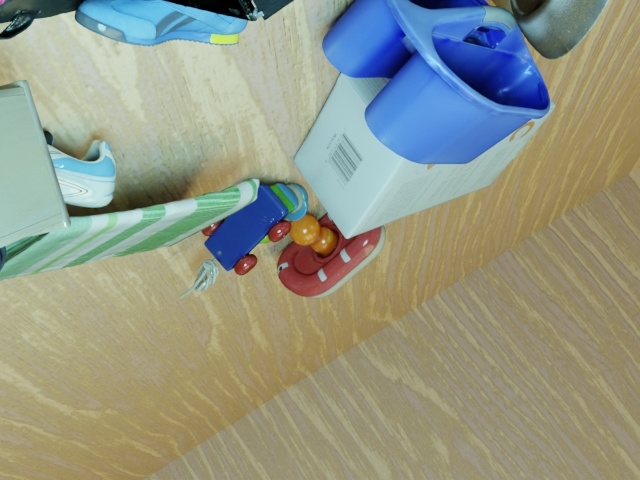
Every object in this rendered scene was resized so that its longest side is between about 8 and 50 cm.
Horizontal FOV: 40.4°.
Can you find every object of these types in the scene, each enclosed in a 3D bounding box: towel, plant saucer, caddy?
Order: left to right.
[{"bbox_3d":[-0.263,-0.014,1.146,0.325,0.038,0.248,-13,174,-45],"label":"towel"},{"bbox_3d":[0.168,-0.237,1.121,0.179,0.241,0.341,-38,163,32],"label":"caddy"},{"bbox_3d":[0.284,-0.368,1.002,0.050,0.310,0.310,10,149,-9],"label":"plant saucer"}]

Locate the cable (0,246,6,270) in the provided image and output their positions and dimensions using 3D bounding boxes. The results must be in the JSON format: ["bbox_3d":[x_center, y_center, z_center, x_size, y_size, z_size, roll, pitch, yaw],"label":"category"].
[{"bbox_3d":[-0.402,0.000,0.855,0.150,0.184,0.047,-21,133,-40],"label":"cable"}]

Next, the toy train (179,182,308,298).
[{"bbox_3d":[-0.128,-0.001,1.446,0.248,0.105,0.143,-44,173,27],"label":"toy train"}]

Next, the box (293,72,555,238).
[{"bbox_3d":[0.165,-0.170,1.390,0.345,0.168,0.215,-20,157,-35],"label":"box"}]

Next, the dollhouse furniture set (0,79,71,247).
[{"bbox_3d":[-0.415,-0.071,0.709,0.303,0.286,0.198,-12,-170,13],"label":"dollhouse furniture set"}]

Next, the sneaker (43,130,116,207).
[{"bbox_3d":[-0.337,-0.077,0.944,0.237,0.086,0.085,-3,-177,-39],"label":"sneaker"}]

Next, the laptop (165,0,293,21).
[{"bbox_3d":[-0.089,-0.290,0.673,0.234,0.264,0.136,54,55,-67],"label":"laptop"}]

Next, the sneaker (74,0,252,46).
[{"bbox_3d":[-0.148,-0.239,0.857,0.209,0.069,0.082,-16,137,-49],"label":"sneaker"}]

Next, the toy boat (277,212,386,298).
[{"bbox_3d":[0.000,0.000,1.632,0.151,0.151,0.231,31,117,-36],"label":"toy boat"}]

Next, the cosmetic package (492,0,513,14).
[{"bbox_3d":[0.303,-0.379,1.272,0.041,0.060,0.115,-21,156,-31],"label":"cosmetic package"}]

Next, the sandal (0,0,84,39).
[{"bbox_3d":[-0.273,-0.205,0.761,0.179,0.040,0.067,-22,159,-33],"label":"sandal"}]
